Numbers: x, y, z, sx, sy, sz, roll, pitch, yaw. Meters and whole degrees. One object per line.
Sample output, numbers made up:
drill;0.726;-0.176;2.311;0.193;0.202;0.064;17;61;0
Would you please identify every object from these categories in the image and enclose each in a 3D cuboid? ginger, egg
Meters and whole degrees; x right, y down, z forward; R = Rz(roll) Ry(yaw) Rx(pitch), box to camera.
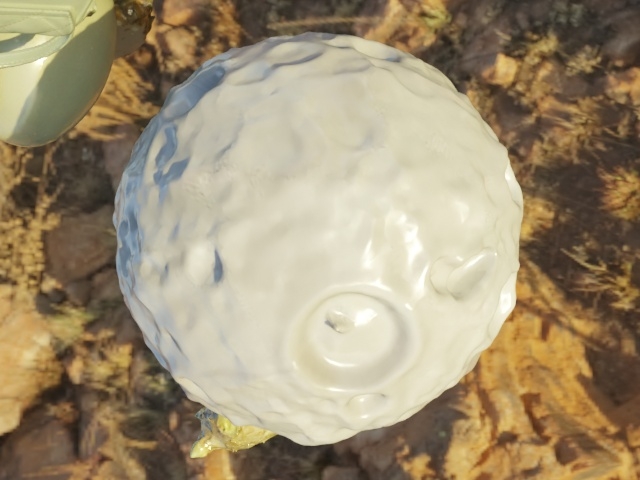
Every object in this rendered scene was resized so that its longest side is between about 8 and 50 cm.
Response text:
ginger;-0.091;0.220;1.258;0.102;0.216;0.157;56;159;0
egg;-0.319;-0.223;1.023;0.186;0.186;0.242;-8;73;50

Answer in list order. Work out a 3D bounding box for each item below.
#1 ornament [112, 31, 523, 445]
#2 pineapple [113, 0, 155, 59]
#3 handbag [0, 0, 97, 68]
ornament;0.000;0.000;0.762;0.337;0.337;0.337;-8;80;50
pineapple;-0.309;-0.400;1.219;0.170;0.141;0.310;-25;78;49
handbag;-0.300;-0.207;0.744;0.219;0.256;0.079;-41;60;50
